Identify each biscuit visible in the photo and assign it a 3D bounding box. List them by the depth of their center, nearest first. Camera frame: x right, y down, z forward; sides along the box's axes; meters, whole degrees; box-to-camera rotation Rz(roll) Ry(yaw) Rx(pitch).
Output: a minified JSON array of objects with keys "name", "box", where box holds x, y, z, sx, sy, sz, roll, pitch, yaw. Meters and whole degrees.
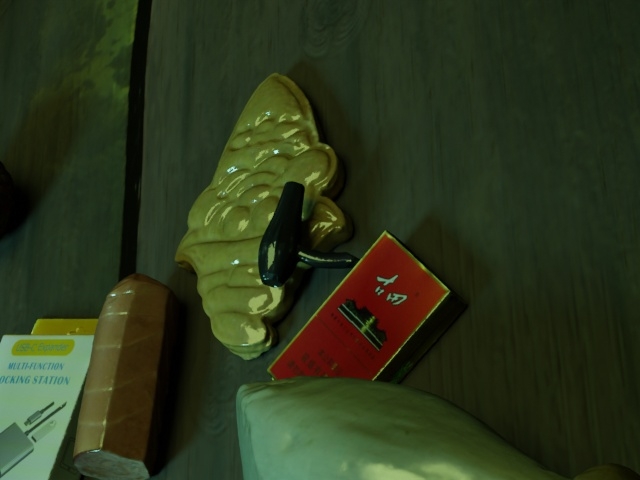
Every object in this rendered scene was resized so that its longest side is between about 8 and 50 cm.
[{"name":"biscuit","box":[-0.044,-0.026,1.433,0.162,0.035,0.250,-17,50,29]}]

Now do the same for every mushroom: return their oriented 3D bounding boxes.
[{"name":"mushroom","box":[0.054,0.154,1.142,0.350,0.128,0.128,14,73,43]}]

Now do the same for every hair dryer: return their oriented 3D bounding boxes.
[{"name":"hair dryer","box":[0.000,0.000,1.353,0.083,0.031,0.079,10,68,13]}]

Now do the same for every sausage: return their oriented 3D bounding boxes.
[{"name":"sausage","box":[-0.140,0.093,1.416,0.065,0.065,0.169,-17,52,35]}]

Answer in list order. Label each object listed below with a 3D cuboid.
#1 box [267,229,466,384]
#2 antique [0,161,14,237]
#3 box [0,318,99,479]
[{"name":"box","box":[0.029,0.067,1.300,0.133,0.023,0.090,-49,42,6]},{"name":"antique","box":[-0.311,-0.034,1.638,0.104,0.104,0.104,-24,48,30]},{"name":"box","box":[-0.232,0.166,1.470,0.129,0.033,0.247,-4,60,43]}]
